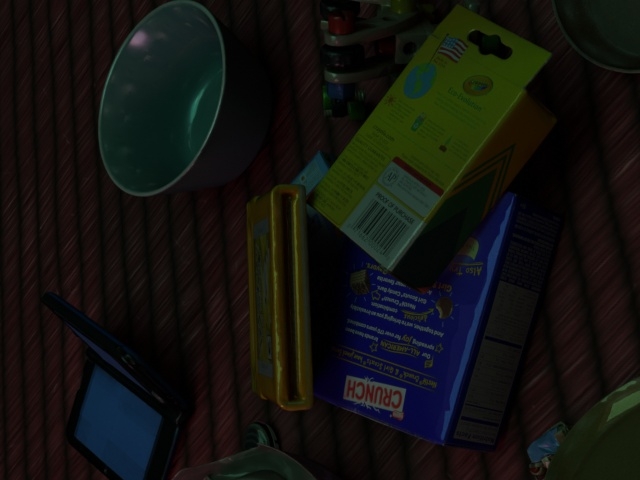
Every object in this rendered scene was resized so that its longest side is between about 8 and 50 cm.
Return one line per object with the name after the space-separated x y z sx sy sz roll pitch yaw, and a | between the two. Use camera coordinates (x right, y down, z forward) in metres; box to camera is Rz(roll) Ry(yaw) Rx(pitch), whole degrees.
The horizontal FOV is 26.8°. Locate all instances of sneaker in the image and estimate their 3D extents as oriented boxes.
-0.109 0.343 1.931 0.063 0.075 0.170 5 82 46 | sneaker

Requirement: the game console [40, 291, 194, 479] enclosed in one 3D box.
-0.355 0.254 2.147 0.173 0.250 0.293 -50 43 -13 | game console

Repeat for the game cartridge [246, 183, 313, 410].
-0.063 0.077 1.822 0.324 0.053 0.285 165 103 -78 | game cartridge

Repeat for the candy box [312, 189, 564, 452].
0.139 0.083 1.719 0.268 0.122 0.317 16 88 47 | candy box

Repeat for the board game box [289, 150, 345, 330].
0.000 0.000 1.944 0.160 0.039 0.211 -47 49 27 | board game box

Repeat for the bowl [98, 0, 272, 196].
-0.194 -0.203 2.109 0.311 0.163 0.311 -15 68 42 | bowl

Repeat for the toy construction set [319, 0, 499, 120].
0.115 -0.324 1.823 0.237 0.257 0.309 -3 93 1 | toy construction set

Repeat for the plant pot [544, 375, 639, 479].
0.345 0.233 1.455 0.236 0.032 0.236 -38 18 15 | plant pot

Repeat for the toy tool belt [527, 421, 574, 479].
0.269 0.250 1.591 0.083 0.051 0.052 -45 51 28 | toy tool belt

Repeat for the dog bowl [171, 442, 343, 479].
-0.072 0.440 1.788 0.349 0.102 0.348 -4 83 34 | dog bowl

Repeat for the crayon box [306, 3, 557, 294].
0.147 -0.116 1.644 0.318 0.081 0.202 -53 42 5 | crayon box

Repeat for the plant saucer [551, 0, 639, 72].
0.417 -0.345 1.613 0.311 0.050 0.310 -16 67 42 | plant saucer
